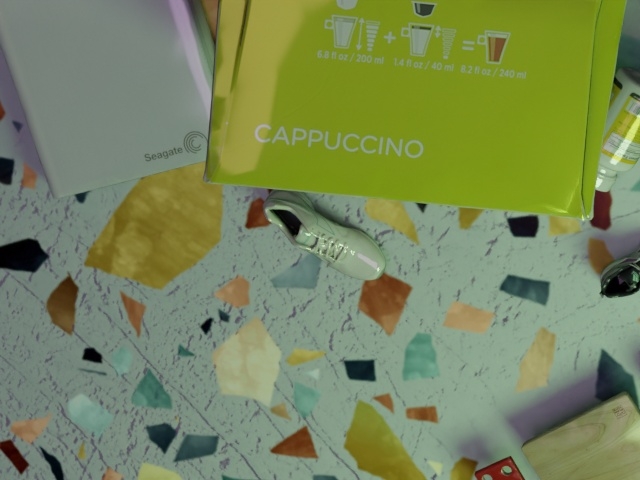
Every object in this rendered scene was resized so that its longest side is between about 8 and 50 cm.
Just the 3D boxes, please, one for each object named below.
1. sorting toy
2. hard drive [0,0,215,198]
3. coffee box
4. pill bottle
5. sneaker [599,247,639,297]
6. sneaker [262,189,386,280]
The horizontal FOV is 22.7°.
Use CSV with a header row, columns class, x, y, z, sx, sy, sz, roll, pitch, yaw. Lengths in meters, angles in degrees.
class,x,y,z,sx,sy,sz,roll,pitch,yaw
sorting toy,0.300,0.243,1.713,0.274,0.046,0.132,-32,96,23
hard drive,-0.241,-0.238,1.727,0.233,0.047,0.353,-13,103,20
coffee box,0.078,-0.235,1.431,0.337,0.334,0.338,5,109,-3
pill bottle,0.297,-0.109,1.593,0.065,0.065,0.116,31,113,6
sneaker,0.327,0.031,1.626,0.098,0.069,0.038,-38,94,23
sneaker,0.000,0.000,1.722,0.152,0.061,0.054,33,111,3
